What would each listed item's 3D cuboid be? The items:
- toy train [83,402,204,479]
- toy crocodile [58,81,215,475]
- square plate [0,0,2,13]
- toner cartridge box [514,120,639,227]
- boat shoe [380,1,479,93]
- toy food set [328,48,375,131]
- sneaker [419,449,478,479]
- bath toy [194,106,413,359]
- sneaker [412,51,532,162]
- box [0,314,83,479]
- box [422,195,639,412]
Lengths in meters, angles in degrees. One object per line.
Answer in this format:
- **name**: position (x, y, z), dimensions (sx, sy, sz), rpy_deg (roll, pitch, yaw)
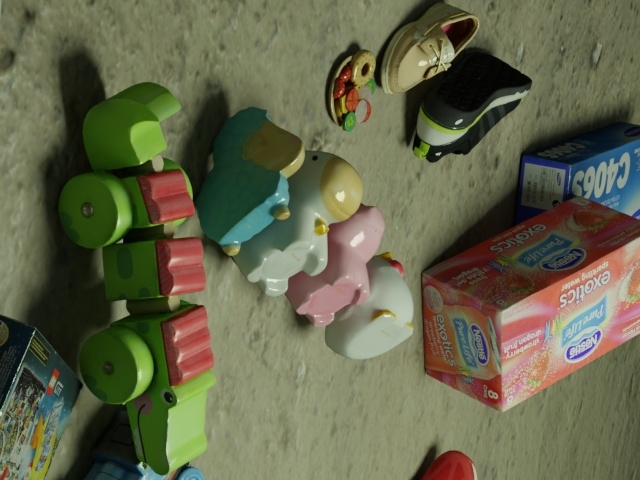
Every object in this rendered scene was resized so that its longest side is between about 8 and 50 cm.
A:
- **toy train**: position (-0.181, 0.244, 1.550), dimensions (0.184, 0.080, 0.105), rpy_deg (-57, 136, -28)
- **toy crocodile**: position (-0.145, 0.034, 1.462), dimensions (0.115, 0.105, 0.341), rpy_deg (-17, 101, -57)
- **square plate**: position (-0.318, -0.114, 1.123), dimensions (0.344, 0.049, 0.347), rpy_deg (12, 78, -63)
- **toner cartridge box**: position (0.384, -0.063, 2.405), dimensions (0.348, 0.075, 0.165), rpy_deg (-21, 121, -56)
- **boat shoe**: position (0.126, -0.219, 1.912), dimensions (0.170, 0.059, 0.063), rpy_deg (-49, 140, -40)
- **toy food set**: position (0.035, -0.160, 1.818), dimensions (0.083, 0.020, 0.083), rpy_deg (-44, 137, -45)
- **sneaker**: position (0.125, 0.349, 2.111), dimensions (0.221, 0.087, 0.128), rpy_deg (-66, 150, -21)
- **bath toy**: position (0.000, 0.000, 1.728), dimensions (0.151, 0.129, 0.348), rpy_deg (-31, 144, 9)
- **sneaker**: position (0.171, -0.156, 2.023), dimensions (0.234, 0.084, 0.097), rpy_deg (-28, 149, -52)
- **box**: position (-0.253, 0.158, 1.329), dimensions (0.233, 0.044, 0.159), rpy_deg (87, 22, -74)
- **box**: position (0.282, 0.076, 2.140), dimensions (0.300, 0.142, 0.154), rpy_deg (-24, 124, -35)
